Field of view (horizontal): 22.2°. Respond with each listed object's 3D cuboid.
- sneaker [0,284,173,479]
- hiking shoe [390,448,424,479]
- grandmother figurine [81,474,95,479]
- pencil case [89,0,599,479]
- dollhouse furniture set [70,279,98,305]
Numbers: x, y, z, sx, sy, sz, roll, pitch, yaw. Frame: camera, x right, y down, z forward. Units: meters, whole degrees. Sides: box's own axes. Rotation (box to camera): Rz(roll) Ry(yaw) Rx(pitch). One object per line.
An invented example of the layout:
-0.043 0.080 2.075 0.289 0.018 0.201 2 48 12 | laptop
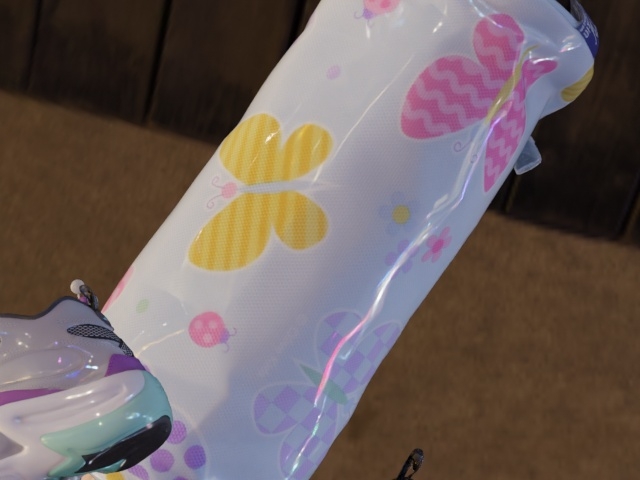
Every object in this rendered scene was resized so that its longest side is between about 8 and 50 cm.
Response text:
-0.096 0.049 0.448 0.098 0.069 0.038 -31 158 -8 | sneaker
0.089 0.244 1.008 0.114 0.086 0.227 -38 90 19 | hiking shoe
-0.074 0.131 0.901 0.104 0.342 0.208 0 104 -26 | grandmother figurine
0.000 0.000 0.680 0.273 0.113 0.124 -54 149 -4 | pencil case
-0.141 0.065 1.248 0.114 0.081 0.091 -14 135 -1 | dollhouse furniture set
